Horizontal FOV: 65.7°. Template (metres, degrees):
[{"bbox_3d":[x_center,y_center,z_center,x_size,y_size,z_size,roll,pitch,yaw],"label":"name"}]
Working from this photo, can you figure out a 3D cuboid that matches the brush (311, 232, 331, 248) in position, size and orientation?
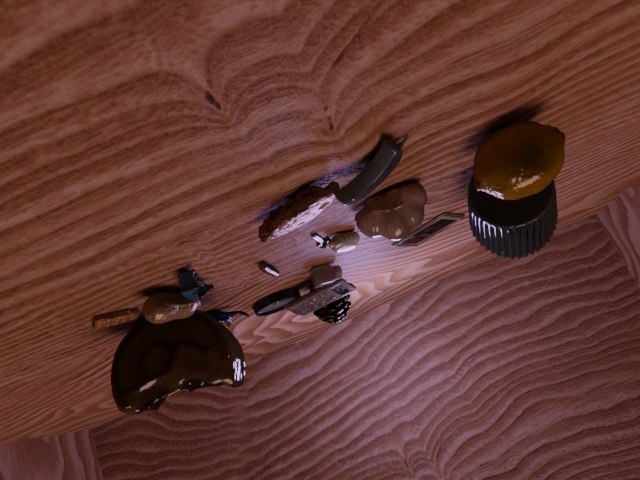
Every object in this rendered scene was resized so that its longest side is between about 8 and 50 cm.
[{"bbox_3d":[0.000,0.000,1.617,0.051,0.014,0.164,-27,161,10],"label":"brush"}]

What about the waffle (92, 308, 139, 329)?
[{"bbox_3d":[-0.627,0.240,1.522,0.134,0.021,0.092,-12,160,-31],"label":"waffle"}]

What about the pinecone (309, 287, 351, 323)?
[{"bbox_3d":[0.035,0.269,2.196,0.184,0.204,0.179,-34,-156,25],"label":"pinecone"}]

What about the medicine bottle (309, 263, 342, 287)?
[{"bbox_3d":[0.024,0.134,1.939,0.117,0.074,0.055,-14,160,-32],"label":"medicine bottle"}]

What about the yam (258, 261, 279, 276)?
[{"bbox_3d":[-0.173,0.098,1.659,0.032,0.032,0.145,-25,162,7],"label":"yam"}]

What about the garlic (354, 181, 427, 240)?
[{"bbox_3d":[0.228,-0.072,1.487,0.229,0.143,0.178,-35,159,9],"label":"garlic"}]

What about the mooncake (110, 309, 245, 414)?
[{"bbox_3d":[-0.468,0.422,1.639,0.394,0.393,0.246,-54,169,-16],"label":"mooncake"}]

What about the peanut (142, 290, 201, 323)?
[{"bbox_3d":[-0.446,0.196,1.495,0.098,0.090,0.214,11,-175,30],"label":"peanut"}]

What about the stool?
[{"bbox_3d":[0.631,-0.115,1.632,0.297,0.298,0.330,-27,158,13],"label":"stool"}]

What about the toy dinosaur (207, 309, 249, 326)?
[{"bbox_3d":[-0.406,0.293,1.893,0.247,0.075,0.188,-16,155,-4],"label":"toy dinosaur"}]

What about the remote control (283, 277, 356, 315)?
[{"bbox_3d":[-0.007,0.231,2.059,0.312,0.055,0.109,-29,140,26],"label":"remote control"}]

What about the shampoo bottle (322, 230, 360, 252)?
[{"bbox_3d":[0.062,0.009,1.645,0.151,0.045,0.077,-12,144,-46],"label":"shampoo bottle"}]

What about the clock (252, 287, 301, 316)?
[{"bbox_3d":[-0.185,0.266,2.125,0.214,0.042,0.215,-21,162,-7],"label":"clock"}]

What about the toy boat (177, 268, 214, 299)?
[{"bbox_3d":[-0.360,0.132,1.448,0.077,0.075,0.185,-12,164,-8],"label":"toy boat"}]

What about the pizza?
[{"bbox_3d":[-0.056,-0.076,1.240,0.246,0.058,0.127,-37,165,27],"label":"pizza"}]

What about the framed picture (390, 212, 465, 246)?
[{"bbox_3d":[0.452,-0.038,2.069,0.273,0.016,0.216,-35,159,34],"label":"framed picture"}]

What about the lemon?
[{"bbox_3d":[0.531,-0.215,1.331,0.260,0.204,0.204,-30,162,13],"label":"lemon"}]

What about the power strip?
[{"bbox_3d":[0.129,-0.168,1.173,0.216,0.044,0.137,-45,167,19],"label":"power strip"}]
